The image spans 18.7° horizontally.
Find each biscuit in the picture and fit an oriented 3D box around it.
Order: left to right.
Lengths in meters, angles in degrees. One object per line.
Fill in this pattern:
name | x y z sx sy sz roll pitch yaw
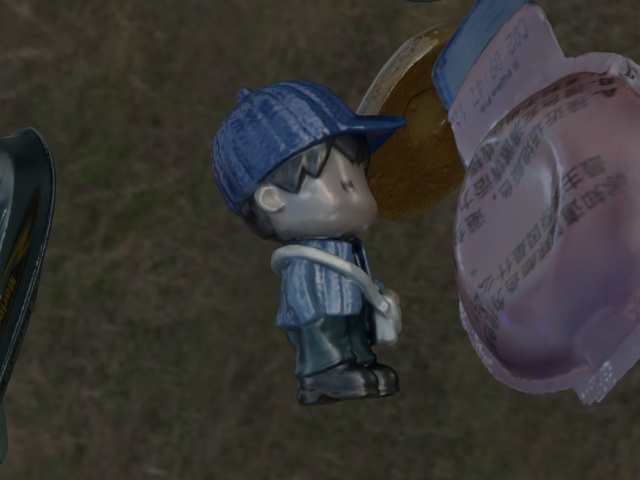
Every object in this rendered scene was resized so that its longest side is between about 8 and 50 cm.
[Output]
biscuit | 0.097 -0.113 1.794 0.049 0.208 0.181 32 144 39

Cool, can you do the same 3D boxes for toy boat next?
toy boat | -0.218 0.041 1.195 0.093 0.103 0.246 7 72 33

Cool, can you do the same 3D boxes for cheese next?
cheese | 0.117 -0.036 1.034 0.189 0.074 0.286 -55 34 30

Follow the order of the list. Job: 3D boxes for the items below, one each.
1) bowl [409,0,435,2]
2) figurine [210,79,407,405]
bowl | 0.045 -0.295 1.369 0.126 0.237 0.238 20 94 39
figurine | 0.000 0.000 0.889 0.087 0.086 0.149 -9 86 26
